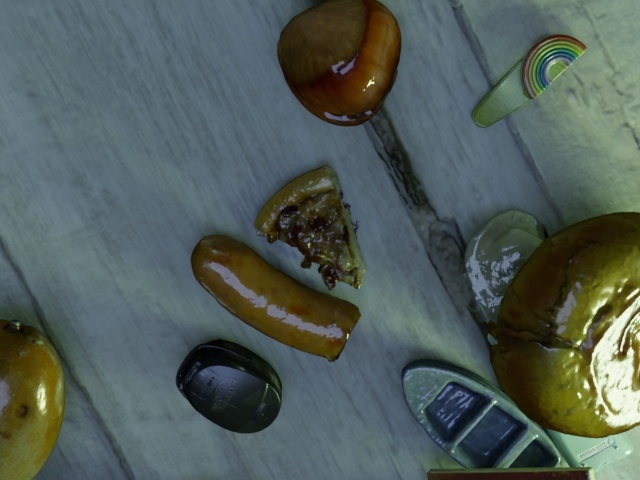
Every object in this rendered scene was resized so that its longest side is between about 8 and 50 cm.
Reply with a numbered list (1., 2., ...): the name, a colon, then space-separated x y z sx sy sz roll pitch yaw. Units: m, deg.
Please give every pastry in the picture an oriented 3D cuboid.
1. pastry: 0.400 0.118 1.770 0.356 0.164 0.355 -12 116 -27

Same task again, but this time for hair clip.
1. hair clip: 0.290 -0.229 1.783 0.188 0.033 0.060 -41 99 13

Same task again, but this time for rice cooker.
1. rice cooker: -0.135 0.220 1.902 0.165 0.106 0.112 34 106 -4

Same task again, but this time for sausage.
1. sausage: -0.073 0.083 1.860 0.271 0.109 0.109 32 106 -8

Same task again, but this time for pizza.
1. pizza: 0.001 0.000 1.845 0.154 0.069 0.194 -37 101 11

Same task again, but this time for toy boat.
1. toy boat: 0.234 0.275 1.920 0.283 0.078 0.127 38 106 -9

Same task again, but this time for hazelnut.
1. hazelnut: 0.025 -0.251 1.725 0.182 0.182 0.182 1 107 2

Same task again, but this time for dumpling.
1. dumpling: 0.277 0.049 1.838 0.150 0.092 0.176 13 107 -8

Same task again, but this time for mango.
1. mango: -0.511 0.289 1.883 0.222 0.199 0.384 26 103 9

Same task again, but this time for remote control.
1. remote control: 0.370 0.237 1.917 0.103 0.051 0.293 -32 105 10

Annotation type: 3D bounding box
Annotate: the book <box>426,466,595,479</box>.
1. book: 0.312 0.522 1.889 0.263 0.028 0.373 -7 98 31
